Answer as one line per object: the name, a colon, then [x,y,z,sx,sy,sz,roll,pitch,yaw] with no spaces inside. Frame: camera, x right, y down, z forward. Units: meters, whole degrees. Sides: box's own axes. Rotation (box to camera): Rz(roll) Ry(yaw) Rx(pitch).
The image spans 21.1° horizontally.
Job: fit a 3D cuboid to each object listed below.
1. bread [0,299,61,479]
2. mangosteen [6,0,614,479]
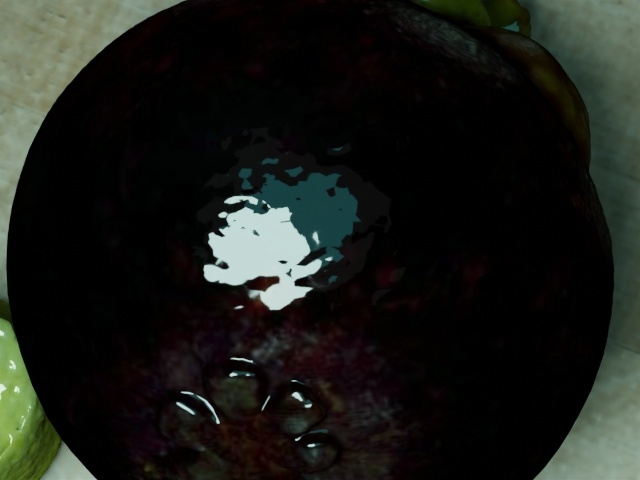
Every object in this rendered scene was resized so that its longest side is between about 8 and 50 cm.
bread: [-0.194,0.087,0.917,0.111,0.114,0.129,-2,83,-2]
mangosteen: [-0.011,0.001,0.843,0.297,0.297,0.313,-20,47,0]
